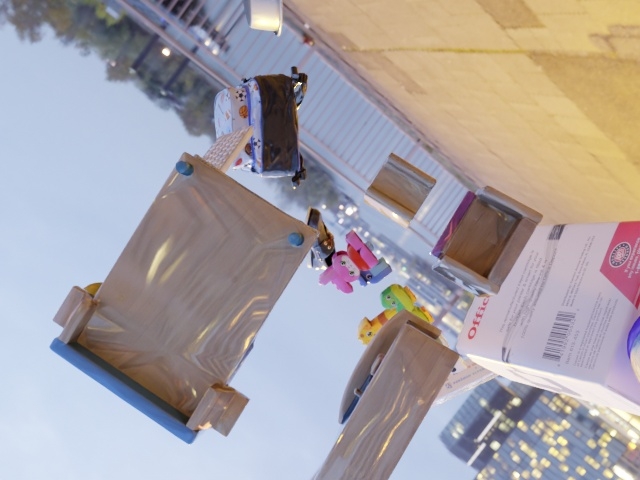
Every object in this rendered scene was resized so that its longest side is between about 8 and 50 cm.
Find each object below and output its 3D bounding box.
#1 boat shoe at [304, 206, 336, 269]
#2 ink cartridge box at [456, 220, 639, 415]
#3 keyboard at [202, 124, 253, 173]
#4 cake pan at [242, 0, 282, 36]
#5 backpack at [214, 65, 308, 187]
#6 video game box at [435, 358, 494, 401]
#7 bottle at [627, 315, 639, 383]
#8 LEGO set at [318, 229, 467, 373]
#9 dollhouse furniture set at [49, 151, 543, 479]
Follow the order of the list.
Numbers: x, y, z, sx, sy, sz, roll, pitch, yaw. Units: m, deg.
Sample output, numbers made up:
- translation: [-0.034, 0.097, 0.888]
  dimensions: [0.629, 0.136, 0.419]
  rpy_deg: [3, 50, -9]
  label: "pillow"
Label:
- translation: [0.000, -0.002, 0.895]
  dimensions: [0.042, 0.049, 0.133]
  rpy_deg: [11, 149, 13]
  label: "boat shoe"
- translation: [0.277, 0.077, 0.712]
  dimensions: [0.100, 0.172, 0.237]
  rpy_deg: [29, 169, -19]
  label: "ink cartridge box"
- translation: [-0.168, -0.075, 0.891]
  dimensions: [0.072, 0.256, 0.014]
  rpy_deg: [-6, 130, 32]
  label: "keyboard"
- translation: [-0.116, -0.509, 1.159]
  dimensions: [0.054, 0.293, 0.293]
  rpy_deg: [-9, -168, -8]
  label: "cake pan"
- translation: [-0.151, -0.273, 1.611]
  dimensions: [0.213, 0.276, 0.263]
  rpy_deg: [0, -173, -13]
  label: "backpack"
- translation: [0.265, 0.265, 1.253]
  dimensions: [0.205, 0.187, 0.048]
  rpy_deg: [63, -177, -71]
  label: "video game box"
- translation: [0.287, 0.115, 0.426]
  dimensions: [0.092, 0.118, 0.283]
  rpy_deg: [45, -158, -4]
  label: "bottle"
- translation: [0.074, 0.092, 0.835]
  dimensions: [0.227, 0.093, 0.087]
  rpy_deg: [49, -170, -13]
  label: "LEGO set"
- translation: [-0.026, 0.030, 0.590]
  dimensions: [0.303, 0.286, 0.198]
  rpy_deg: [30, -179, 6]
  label: "dollhouse furniture set"
